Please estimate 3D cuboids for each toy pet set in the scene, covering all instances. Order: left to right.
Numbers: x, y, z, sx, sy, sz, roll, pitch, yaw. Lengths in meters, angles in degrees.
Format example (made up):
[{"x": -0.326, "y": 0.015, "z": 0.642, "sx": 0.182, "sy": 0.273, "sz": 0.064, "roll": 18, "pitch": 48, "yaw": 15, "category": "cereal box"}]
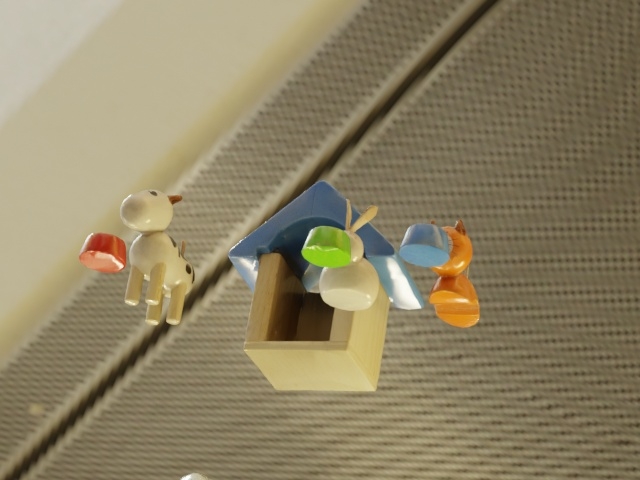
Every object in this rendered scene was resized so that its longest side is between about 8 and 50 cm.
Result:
[{"x": 0.000, "y": 0.000, "z": 0.645, "sx": 0.122, "sy": 0.114, "sz": 0.065, "roll": 0, "pitch": -118, "yaw": 20, "category": "toy pet set"}]

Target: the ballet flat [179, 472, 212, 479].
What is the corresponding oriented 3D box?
[{"x": 0.064, "y": 0.250, "z": 0.653, "sx": 0.139, "sy": 0.139, "sz": 0.400, "roll": -28, "pitch": -111, "yaw": 16, "category": "ballet flat"}]
